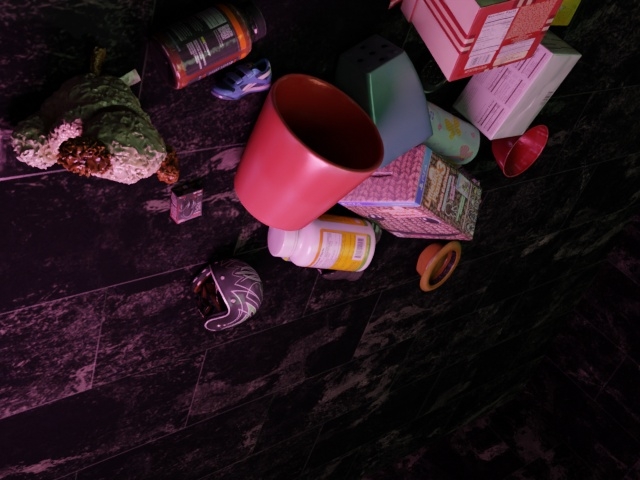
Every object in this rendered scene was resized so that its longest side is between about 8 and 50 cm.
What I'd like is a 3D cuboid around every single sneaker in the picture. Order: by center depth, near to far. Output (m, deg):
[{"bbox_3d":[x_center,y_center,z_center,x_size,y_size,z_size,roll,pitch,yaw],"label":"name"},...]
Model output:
[{"bbox_3d":[-0.153,-0.316,1.540,0.144,0.053,0.059,-30,147,-37],"label":"sneaker"},{"bbox_3d":[0.315,-0.441,1.924,0.234,0.084,0.097,-40,172,-5],"label":"sneaker"},{"bbox_3d":[0.075,0.002,2.124,0.130,0.109,0.286,-6,129,-32],"label":"sneaker"}]

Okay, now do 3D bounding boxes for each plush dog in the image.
[{"bbox_3d":[-0.344,-0.180,1.313,0.262,0.225,0.211,-4,131,-46],"label":"plush dog"}]

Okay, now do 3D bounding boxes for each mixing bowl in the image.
[{"bbox_3d":[0.576,-0.291,2.347,0.181,0.098,0.181,-30,146,-22],"label":"mixing bowl"}]

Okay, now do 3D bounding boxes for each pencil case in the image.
[{"bbox_3d":[0.284,-0.276,1.988,0.273,0.124,0.114,16,75,-45],"label":"pencil case"}]

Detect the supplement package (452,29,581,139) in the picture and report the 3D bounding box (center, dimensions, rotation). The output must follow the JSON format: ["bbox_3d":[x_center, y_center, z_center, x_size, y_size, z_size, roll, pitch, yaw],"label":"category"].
[{"bbox_3d":[0.504,-0.411,2.035,0.204,0.145,0.262,-16,146,-51],"label":"supplement package"}]

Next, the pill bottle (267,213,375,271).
[{"bbox_3d":[0.000,0.000,1.960,0.245,0.136,0.136,7,125,-28],"label":"pill bottle"}]

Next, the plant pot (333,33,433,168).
[{"bbox_3d":[0.128,-0.321,1.759,0.165,0.165,0.234,-33,139,-17],"label":"plant pot"}]

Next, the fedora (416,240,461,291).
[{"bbox_3d":[0.370,0.069,2.551,0.194,0.079,0.194,-32,142,-28],"label":"fedora"}]

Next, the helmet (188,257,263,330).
[{"bbox_3d":[-0.215,0.121,1.874,0.161,0.169,0.169,-40,152,24],"label":"helmet"}]

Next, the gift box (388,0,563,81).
[{"bbox_3d":[0.311,-0.503,1.640,0.255,0.258,0.276,-16,157,-22],"label":"gift box"}]

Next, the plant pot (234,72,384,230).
[{"bbox_3d":[-0.041,-0.167,1.652,0.274,0.275,0.243,-8,148,-44],"label":"plant pot"}]

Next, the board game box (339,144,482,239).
[{"bbox_3d":[0.223,-0.113,1.957,0.291,0.232,0.141,26,72,-47],"label":"board game box"}]

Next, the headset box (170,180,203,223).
[{"bbox_3d":[-0.285,-0.078,1.683,0.062,0.032,0.083,-22,140,-32],"label":"headset box"}]

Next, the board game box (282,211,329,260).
[{"bbox_3d":[-0.031,-0.002,2.058,0.133,0.033,0.169,-7,132,-45],"label":"board game box"}]

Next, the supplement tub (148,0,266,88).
[{"bbox_3d":[-0.195,-0.352,1.398,0.197,0.106,0.106,-31,146,-20],"label":"supplement tub"}]

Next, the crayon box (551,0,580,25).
[{"bbox_3d":[0.602,-0.672,1.950,0.165,0.081,0.279,-13,137,-40],"label":"crayon box"}]

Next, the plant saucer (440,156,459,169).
[{"bbox_3d":[0.299,-0.206,2.191,0.277,0.041,0.278,-28,144,-23],"label":"plant saucer"}]

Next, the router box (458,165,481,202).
[{"bbox_3d":[0.430,-0.161,2.338,0.038,0.092,0.122,-38,148,-10],"label":"router box"}]
